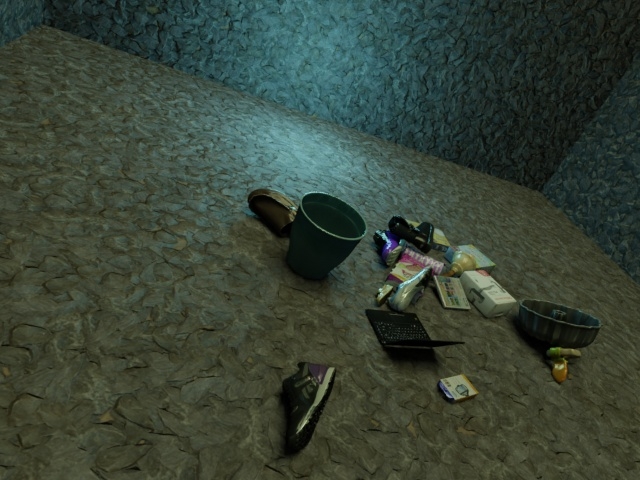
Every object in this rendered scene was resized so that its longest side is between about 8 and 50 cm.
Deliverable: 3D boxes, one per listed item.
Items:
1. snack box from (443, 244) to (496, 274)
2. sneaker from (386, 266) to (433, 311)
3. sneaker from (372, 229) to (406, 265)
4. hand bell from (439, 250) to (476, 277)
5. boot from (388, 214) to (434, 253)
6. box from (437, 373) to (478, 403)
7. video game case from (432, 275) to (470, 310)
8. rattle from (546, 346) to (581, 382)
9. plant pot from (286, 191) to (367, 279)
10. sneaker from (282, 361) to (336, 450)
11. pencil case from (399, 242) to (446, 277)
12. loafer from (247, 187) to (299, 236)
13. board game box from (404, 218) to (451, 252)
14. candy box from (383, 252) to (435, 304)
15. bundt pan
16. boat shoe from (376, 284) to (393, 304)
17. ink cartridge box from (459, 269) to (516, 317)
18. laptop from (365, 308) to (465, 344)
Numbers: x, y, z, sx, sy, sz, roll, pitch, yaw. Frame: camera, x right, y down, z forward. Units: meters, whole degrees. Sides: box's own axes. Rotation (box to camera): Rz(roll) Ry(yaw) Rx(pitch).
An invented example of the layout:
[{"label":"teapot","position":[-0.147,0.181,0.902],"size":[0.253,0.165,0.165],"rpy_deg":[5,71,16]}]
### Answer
[{"label":"snack box","position":[0.752,0.101,2.360],"size":[0.207,0.070,0.174],"rpy_deg":[-3,39,-42]},{"label":"sneaker","position":[0.354,0.178,1.839],"size":[0.237,0.085,0.086],"rpy_deg":[-41,49,-21]},{"label":"sneaker","position":[0.298,0.019,2.134],"size":[0.146,0.102,0.293],"rpy_deg":[31,23,11]},{"label":"hand bell","position":[0.604,0.148,2.167],"size":[0.242,0.126,0.126],"rpy_deg":[-25,55,-39]},{"label":"boot","position":[0.418,-0.060,2.169],"size":[0.207,0.094,0.246],"rpy_deg":[33,30,-7]},{"label":"box","position":[0.450,0.493,1.554],"size":[0.136,0.028,0.081],"rpy_deg":[-1,38,-33]},{"label":"video game case","position":[0.567,0.227,2.031],"size":[0.143,0.019,0.157],"rpy_deg":[8,51,-26]},{"label":"rattle","position":[1.003,0.508,1.911],"size":[0.199,0.130,0.143],"rpy_deg":[40,34,-55]},{"label":"plant pot","position":[0.000,0.000,1.772],"size":[0.271,0.255,0.271],"rpy_deg":[20,33,-14]},{"label":"sneaker","position":[-0.057,0.428,1.238],"size":[0.124,0.107,0.283],"rpy_deg":[15,24,13]},{"label":"pencil case","position":[0.459,0.095,2.133],"size":[0.206,0.086,0.088],"rpy_deg":[31,60,7]},{"label":"loafer","position":[-0.146,-0.094,1.944],"size":[0.366,0.134,0.130],"rpy_deg":[27,32,3]},{"label":"board game box","position":[0.542,-0.026,2.435],"size":[0.243,0.042,0.165],"rpy_deg":[15,31,-17]},{"label":"candy box","position":[0.381,0.157,1.995],"size":[0.159,0.071,0.233],"rpy_deg":[32,31,11]},{"label":"bundt pan","position":[1.008,0.362,2.008],"size":[0.331,0.124,0.331],"rpy_deg":[9,12,-2]},{"label":"boat shoe","position":[0.242,0.211,1.836],"size":[0.045,0.050,0.135],"rpy_deg":[22,25,21]},{"label":"ink cartridge box","position":[0.743,0.238,2.113],"size":[0.158,0.092,0.218],"rpy_deg":[0,40,-36]},{"label":"laptop","position":[0.325,0.301,1.656],"size":[0.234,0.136,0.264],"rpy_deg":[10,33,-26]}]
